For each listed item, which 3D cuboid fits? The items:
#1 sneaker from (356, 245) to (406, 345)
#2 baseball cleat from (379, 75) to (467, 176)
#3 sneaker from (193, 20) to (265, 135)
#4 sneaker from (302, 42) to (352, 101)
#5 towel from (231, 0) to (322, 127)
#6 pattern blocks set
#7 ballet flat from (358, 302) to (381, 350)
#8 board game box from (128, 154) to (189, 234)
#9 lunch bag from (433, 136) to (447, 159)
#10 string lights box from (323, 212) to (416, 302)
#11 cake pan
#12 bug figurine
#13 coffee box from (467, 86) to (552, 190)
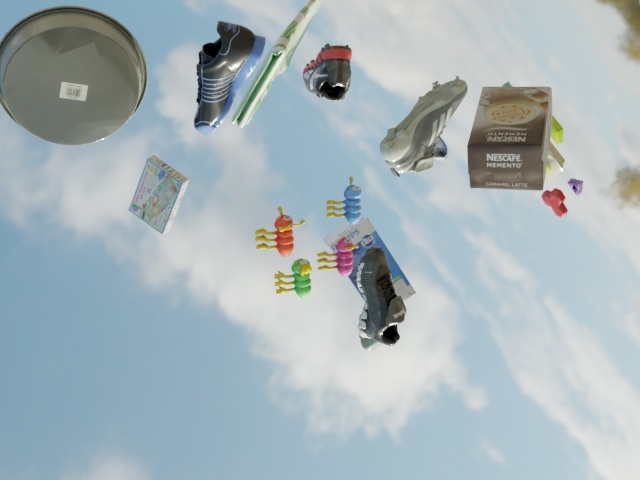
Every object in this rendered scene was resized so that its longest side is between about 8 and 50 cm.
[{"bbox_3d":[0.131,0.120,1.928,0.078,0.234,0.106,-28,-138,-34],"label":"sneaker"},{"bbox_3d":[0.190,-0.195,1.681,0.072,0.206,0.109,34,161,53],"label":"baseball cleat"},{"bbox_3d":[-0.184,-0.285,1.664,0.090,0.232,0.081,22,-142,-20],"label":"sneaker"},{"bbox_3d":[0.015,-0.435,2.601,0.098,0.276,0.135,-1,-98,-17],"label":"sneaker"},{"bbox_3d":[-0.091,-0.418,2.177,0.038,0.248,0.325,32,-141,-3],"label":"towel"},{"bbox_3d":[0.524,-0.226,2.346,0.325,0.026,0.285,52,162,18],"label":"pattern blocks set"},{"bbox_3d":[0.122,0.209,2.380,0.072,0.068,0.213,42,-163,-12],"label":"ballet flat"},{"bbox_3d":[-0.364,-0.102,2.134,0.103,0.154,0.026,35,-146,10],"label":"board game box"},{"bbox_3d":[0.207,-0.184,1.814,0.083,0.053,0.071,46,-174,-2],"label":"lunch bag"},{"bbox_3d":[0.134,0.070,2.589,0.259,0.133,0.077,57,179,-17],"label":"string lights box"},{"bbox_3d":[-0.475,-0.302,1.819,0.293,0.293,0.054,32,-158,-35],"label":"cake pan"},{"bbox_3d":[0.000,0.000,1.943,0.279,0.216,0.072,-26,-146,-36],"label":"bug figurine"},{"bbox_3d":[0.369,-0.202,1.836,0.246,0.141,0.098,-67,-26,-52],"label":"coffee box"}]
